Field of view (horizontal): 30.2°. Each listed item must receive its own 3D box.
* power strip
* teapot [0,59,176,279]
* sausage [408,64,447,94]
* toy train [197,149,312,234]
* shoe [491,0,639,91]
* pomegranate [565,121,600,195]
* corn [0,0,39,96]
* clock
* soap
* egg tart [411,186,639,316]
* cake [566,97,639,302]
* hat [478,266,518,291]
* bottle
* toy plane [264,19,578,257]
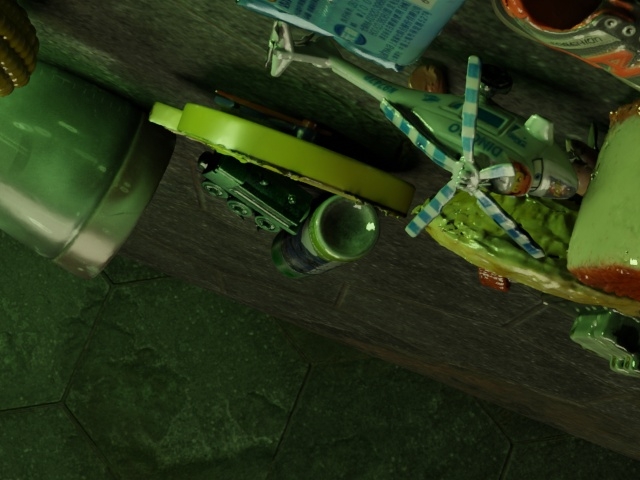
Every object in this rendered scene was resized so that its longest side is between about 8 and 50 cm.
[{"bbox_3d":[0.431,0.141,1.588,0.251,0.092,0.257,19,173,-3],"label":"power strip"},{"bbox_3d":[-0.379,-0.138,1.572,0.312,0.233,0.315,32,-166,-18],"label":"teapot"},{"bbox_3d":[0.098,-0.132,1.069,0.034,0.034,0.083,19,169,15],"label":"sausage"},{"bbox_3d":[-0.084,-0.069,1.595,0.170,0.071,0.111,34,160,-22],"label":"toy train"},{"bbox_3d":[0.194,-0.133,0.733,0.194,0.074,0.077,23,-168,12],"label":"shoe"},{"bbox_3d":[0.271,-0.024,1.043,0.159,0.129,0.129,37,174,20],"label":"pomegranate"},{"bbox_3d":[-0.391,-0.250,1.196,0.130,0.130,0.347,18,164,20],"label":"corn"},{"bbox_3d":[-0.026,-0.103,1.342,0.293,0.071,0.277,23,-176,40],"label":"clock"},{"bbox_3d":[0.036,-0.200,0.753,0.156,0.077,0.293,24,168,-6],"label":"soap"},{"bbox_3d":[0.229,-0.006,1.197,0.279,0.095,0.279,19,-171,-3],"label":"egg tart"},{"bbox_3d":[0.319,-0.003,0.951,0.262,0.158,0.160,30,169,-38],"label":"cake"},{"bbox_3d":[0.262,0.012,1.369,0.162,0.093,0.112,-1,172,17],"label":"hat"},{"bbox_3d":[0.000,0.000,1.728,0.093,0.093,0.330,24,169,-9],"label":"bottle"},{"bbox_3d":[0.088,-0.101,1.003,0.273,0.107,0.182,19,131,28],"label":"toy plane"}]
